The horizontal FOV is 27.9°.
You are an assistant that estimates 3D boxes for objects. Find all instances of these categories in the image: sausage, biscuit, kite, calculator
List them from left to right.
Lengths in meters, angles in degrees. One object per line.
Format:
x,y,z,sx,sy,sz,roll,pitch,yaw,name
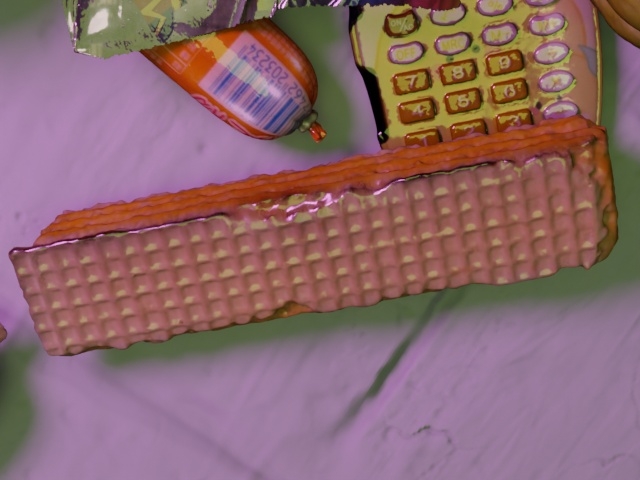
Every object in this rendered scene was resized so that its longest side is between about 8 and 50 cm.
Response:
-0.086,-0.140,0.801,0.234,0.071,0.071,41,98,-7,sausage
-0.038,-0.176,0.756,0.245,0.015,0.141,0,103,-2,kite
0.000,0.000,0.823,0.379,0.054,0.094,-11,116,4,biscuit
0.098,-0.133,0.824,0.157,0.033,0.236,-11,104,1,calculator

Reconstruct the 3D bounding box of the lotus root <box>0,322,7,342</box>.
-0.252,0.105,0.854,0.072,0.063,0.152,39,107,20,lotus root

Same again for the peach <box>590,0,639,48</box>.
0.250,-0.235,0.673,0.315,0.281,0.314,-42,95,-1,peach
